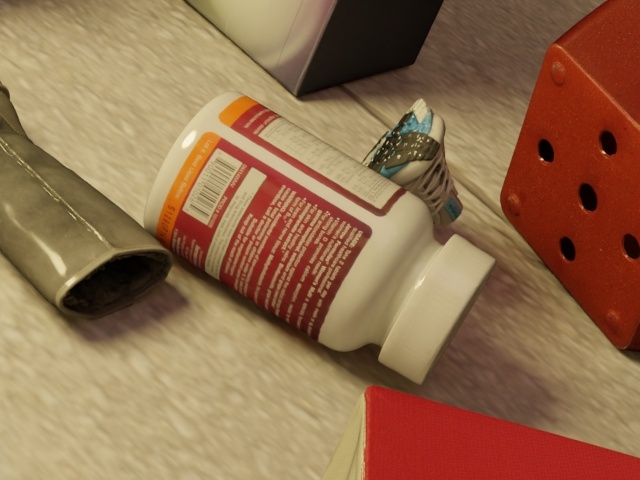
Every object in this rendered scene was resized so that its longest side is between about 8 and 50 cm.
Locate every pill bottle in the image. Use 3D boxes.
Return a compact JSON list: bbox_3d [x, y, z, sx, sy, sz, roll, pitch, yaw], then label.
[{"bbox_3d":[0.000,0.000,1.015,0.221,0.121,0.121,31,36,8],"label":"pill bottle"}]

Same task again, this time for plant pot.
[{"bbox_3d":[0.300,-0.060,1.176,0.236,0.267,0.267,-17,51,-25],"label":"plant pot"}]

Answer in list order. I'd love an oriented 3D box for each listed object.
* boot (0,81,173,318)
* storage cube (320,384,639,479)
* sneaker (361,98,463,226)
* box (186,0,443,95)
[{"bbox_3d":[-0.224,-0.026,0.973,0.190,0.076,0.208,-18,60,-41],"label":"boot"},{"bbox_3d":[0.080,0.216,0.738,0.193,0.183,0.215,16,37,-10],"label":"storage cube"},{"bbox_3d":[0.076,-0.048,1.101,0.083,0.071,0.191,37,-7,-2],"label":"sneaker"},{"bbox_3d":[-0.015,-0.336,1.282,0.294,0.296,0.183,42,38,22],"label":"box"}]
